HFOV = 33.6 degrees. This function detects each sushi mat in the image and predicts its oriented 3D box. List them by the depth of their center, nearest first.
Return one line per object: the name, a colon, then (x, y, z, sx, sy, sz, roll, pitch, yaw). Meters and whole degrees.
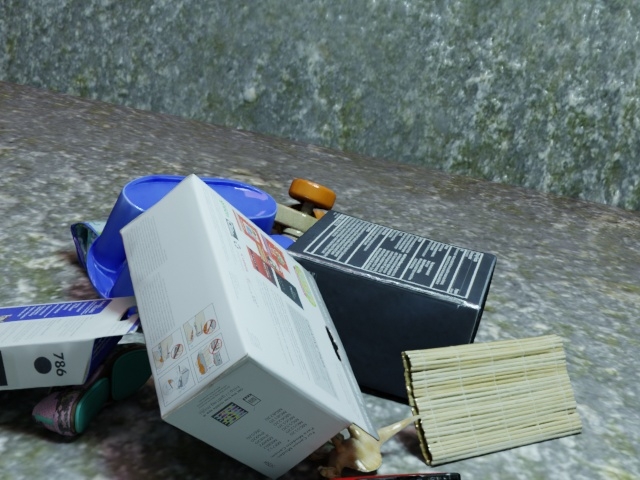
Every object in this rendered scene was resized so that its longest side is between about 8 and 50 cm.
sushi mat: (0.244, 0.213, 1.468, 0.316, 0.151, 0.019, -2, -16, -39)

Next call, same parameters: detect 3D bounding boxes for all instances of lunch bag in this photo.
lunch bag: (-0.345, 0.010, 1.819, 0.128, 0.096, 0.151, -1, 30, -36)

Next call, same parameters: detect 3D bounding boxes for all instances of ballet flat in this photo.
ballet flat: (-0.287, 0.177, 1.331, 0.079, 0.077, 0.221, 12, 20, 16)

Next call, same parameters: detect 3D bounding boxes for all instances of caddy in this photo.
caddy: (-0.198, 0.035, 1.692, 0.341, 0.179, 0.241, 2, 43, -32)

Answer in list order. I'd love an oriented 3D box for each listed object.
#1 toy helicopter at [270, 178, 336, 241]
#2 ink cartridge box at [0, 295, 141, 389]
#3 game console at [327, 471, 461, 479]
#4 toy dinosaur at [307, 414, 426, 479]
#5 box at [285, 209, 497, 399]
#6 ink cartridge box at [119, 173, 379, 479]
toy helicopter: (0.000, 0.000, 1.981, 0.355, 0.140, 0.235, 26, -9, -40)
ink cartridge box: (-0.363, 0.127, 1.297, 0.332, 0.065, 0.165, -6, 14, 8)
game console: (0.093, 0.313, 1.220, 0.144, 0.085, 0.124, 3, -13, -27)
toy dinosaur: (0.044, 0.255, 1.332, 0.092, 0.053, 0.183, 33, 39, 31)
box: (0.101, 0.100, 1.646, 0.294, 0.183, 0.296, 15, 17, 11)
ink cartridge box: (-0.088, 0.117, 1.294, 0.272, 0.130, 0.309, 40, 19, -42)
